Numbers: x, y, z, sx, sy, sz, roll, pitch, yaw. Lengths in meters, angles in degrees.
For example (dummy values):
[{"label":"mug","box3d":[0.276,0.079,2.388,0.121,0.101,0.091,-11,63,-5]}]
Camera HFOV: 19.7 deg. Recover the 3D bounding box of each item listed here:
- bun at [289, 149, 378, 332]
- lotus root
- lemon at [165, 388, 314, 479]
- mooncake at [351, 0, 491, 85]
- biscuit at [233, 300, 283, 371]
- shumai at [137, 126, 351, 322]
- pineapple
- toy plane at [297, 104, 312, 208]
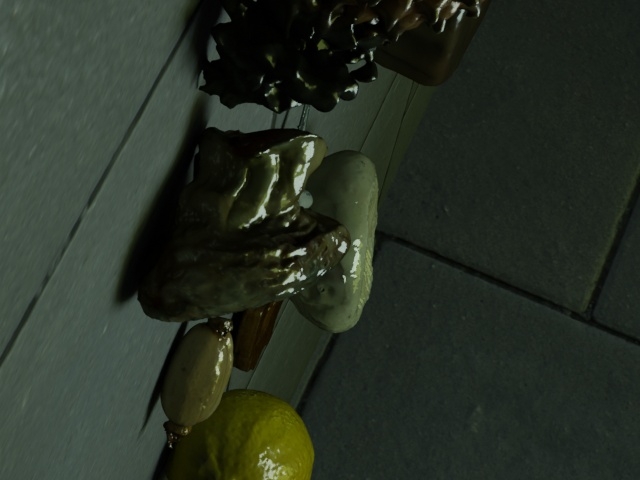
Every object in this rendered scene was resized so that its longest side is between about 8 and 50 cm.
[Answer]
[{"label":"bun","box3d":[0.000,0.000,2.229,0.231,0.133,0.231,7,90,-87]},{"label":"lotus root","box3d":[-0.130,0.142,1.908,0.150,0.062,0.073,-68,168,13]},{"label":"lemon","box3d":[-0.097,0.267,2.217,0.193,0.181,0.180,-62,173,-50]},{"label":"mooncake","box3d":[0.105,-0.304,1.815,0.290,0.161,0.290,22,90,-85]},{"label":"biscuit","box3d":[-0.075,0.084,2.381,0.215,0.034,0.182,100,12,-63]},{"label":"shumai","box3d":[-0.067,-0.020,1.535,0.209,0.161,0.153,-20,110,-41]},{"label":"pineapple","box3d":[0.026,-0.209,1.338,0.357,0.223,0.223,-51,-178,23]},{"label":"toy plane","box3d":[-0.042,-0.047,2.030,0.226,0.058,0.226,-48,157,-85]}]
